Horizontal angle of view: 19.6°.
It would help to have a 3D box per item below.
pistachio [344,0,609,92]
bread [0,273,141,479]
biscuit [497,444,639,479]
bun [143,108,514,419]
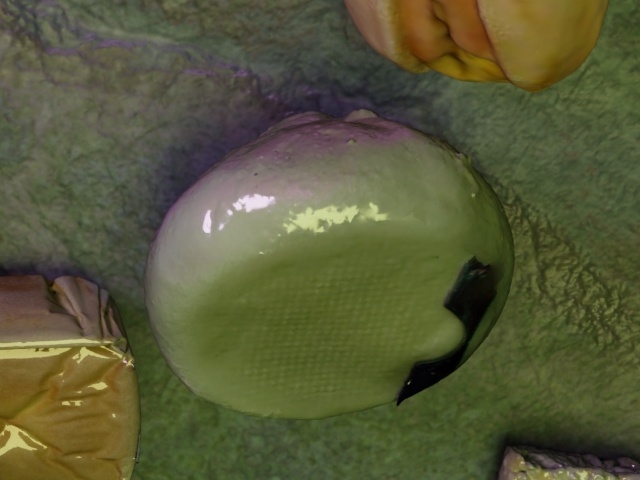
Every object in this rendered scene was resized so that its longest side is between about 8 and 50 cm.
[{"bbox_3d":[0.117,-0.255,1.331,0.230,0.230,0.309,-10,120,-7],"label":"pistachio"},{"bbox_3d":[-0.252,0.124,1.478,0.210,0.110,0.192,-5,121,-9],"label":"bread"},{"bbox_3d":[0.268,0.270,1.665,0.281,0.084,0.179,17,114,-16],"label":"biscuit"},{"bbox_3d":[0.000,0.000,1.437,0.293,0.187,0.293,-6,138,-5],"label":"bun"}]
